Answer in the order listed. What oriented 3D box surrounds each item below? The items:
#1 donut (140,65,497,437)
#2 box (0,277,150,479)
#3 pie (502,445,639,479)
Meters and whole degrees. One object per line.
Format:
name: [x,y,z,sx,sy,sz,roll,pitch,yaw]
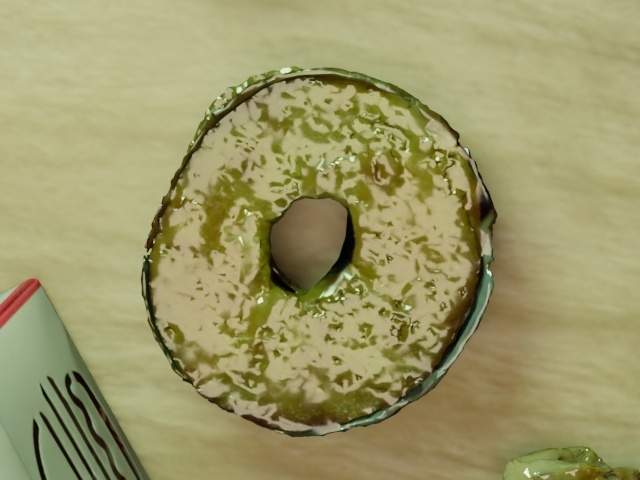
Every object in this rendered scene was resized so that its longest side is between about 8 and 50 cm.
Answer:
donut: [0.000,0.000,1.439,0.272,0.107,0.272,1,102,3]
box: [-0.301,0.250,1.438,0.312,0.300,0.314,-25,100,13]
pie: [0.177,0.292,1.501,0.129,0.068,0.282,6,106,-5]
